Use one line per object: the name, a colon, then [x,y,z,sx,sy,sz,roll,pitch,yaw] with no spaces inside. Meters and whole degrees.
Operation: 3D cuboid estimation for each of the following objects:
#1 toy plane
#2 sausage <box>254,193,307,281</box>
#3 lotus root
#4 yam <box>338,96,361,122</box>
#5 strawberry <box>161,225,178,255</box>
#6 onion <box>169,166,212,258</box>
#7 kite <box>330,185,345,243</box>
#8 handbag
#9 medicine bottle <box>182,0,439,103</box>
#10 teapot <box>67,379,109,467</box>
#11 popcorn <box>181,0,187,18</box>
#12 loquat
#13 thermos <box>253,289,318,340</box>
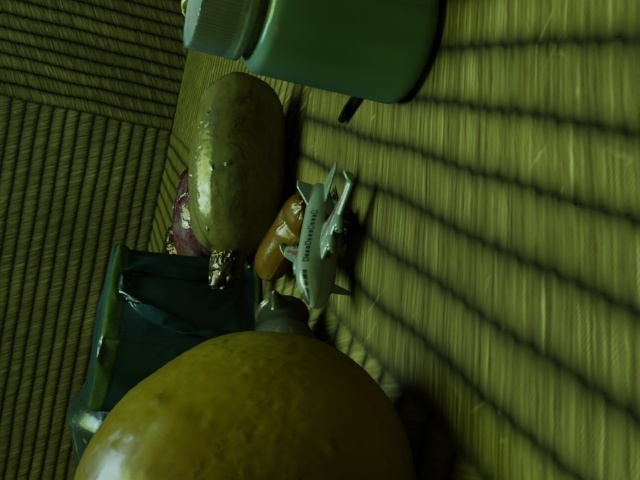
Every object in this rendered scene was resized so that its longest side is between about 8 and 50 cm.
toy plane: [0.000,0.000,0.845,0.162,0.065,0.171,-47,41,48]
sausage: [-0.046,-0.003,1.016,0.062,0.054,0.183,64,144,27]
lotus root: [-0.125,-0.091,1.162,0.169,0.151,0.342,129,143,-68]
yam: [0.043,-0.170,0.899,0.107,0.014,0.014,129,146,-56]
strawberry: [-0.343,0.017,1.880,0.145,0.086,0.145,-171,90,-74]
onion: [-0.193,-0.078,1.365,0.227,0.120,0.283,99,-175,-64]
kite: [0.005,0.007,0.933,0.137,0.005,0.152,173,106,-72]
handbag: [-0.231,0.146,1.203,0.263,0.241,0.222,-95,23,-44]
medicine bottle: [-0.009,-0.221,0.742,0.139,0.225,0.139,-171,90,-71]
teapot: [-0.313,0.412,1.357,0.300,0.253,0.344,-18,-62,-72]
popcorn: [-0.155,-0.454,1.415,0.221,0.184,0.204,-123,31,-47]
loquat: [-0.054,0.208,0.581,0.275,0.275,0.275,-170,90,-72]
thermos: [-0.039,0.156,0.853,0.193,0.105,0.137,-96,-7,-52]
